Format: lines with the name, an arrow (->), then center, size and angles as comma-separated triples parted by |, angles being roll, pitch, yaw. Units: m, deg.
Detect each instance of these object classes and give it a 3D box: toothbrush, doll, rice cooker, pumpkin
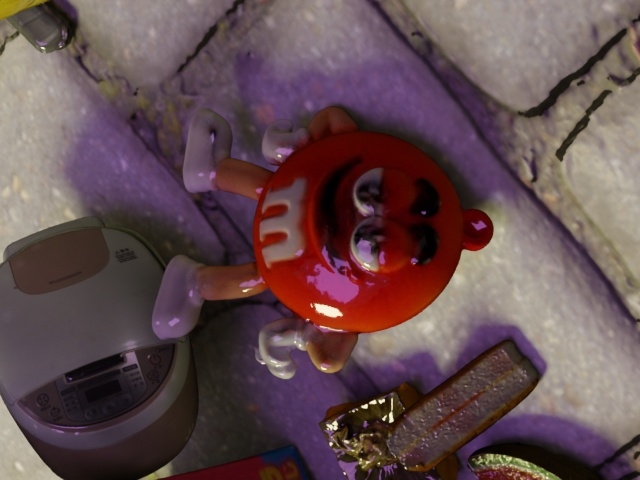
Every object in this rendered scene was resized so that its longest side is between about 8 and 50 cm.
toothbrush -> -0.286, -0.237, 1.352 | 0.297, 0.030, 0.030 | 43, 119, 9
doll -> 0.000, 0.000, 1.203 | 0.217, 0.085, 0.183 | 7, 81, 22
rice cooker -> -0.160, 0.078, 1.314 | 0.206, 0.145, 0.127 | -117, 11, -49
pumpkin -> 0.046, 0.143, 1.283 | 0.074, 0.054, 0.083 | -28, 89, 35

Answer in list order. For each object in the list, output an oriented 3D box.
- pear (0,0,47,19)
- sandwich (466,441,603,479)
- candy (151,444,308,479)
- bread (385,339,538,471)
pear -> -0.191, -0.331, 1.044 | 0.362, 0.362, 0.418 | -19, 94, 38
sandwich -> 0.158, 0.175, 1.236 | 0.135, 0.029, 0.067 | 38, 133, 13
candy -> -0.151, 0.229, 1.289 | 0.157, 0.306, 0.100 | -29, 76, 40
bread -> 0.091, 0.113, 1.240 | 0.043, 0.109, 0.062 | 52, 173, 8
